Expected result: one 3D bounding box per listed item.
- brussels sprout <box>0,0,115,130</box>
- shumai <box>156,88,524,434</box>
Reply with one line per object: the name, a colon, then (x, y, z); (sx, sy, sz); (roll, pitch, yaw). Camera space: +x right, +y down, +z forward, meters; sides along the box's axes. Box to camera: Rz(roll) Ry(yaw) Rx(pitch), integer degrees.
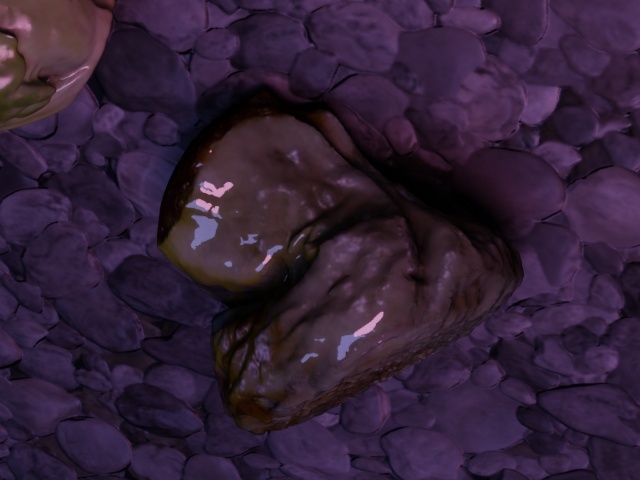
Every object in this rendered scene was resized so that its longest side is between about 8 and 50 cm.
brussels sprout: (-0.286, -0.184, 1.082); (0.244, 0.244, 0.244); (9, 134, 9)
shumai: (0.000, 0.000, 1.221); (0.309, 0.304, 0.263); (-38, 79, 41)
